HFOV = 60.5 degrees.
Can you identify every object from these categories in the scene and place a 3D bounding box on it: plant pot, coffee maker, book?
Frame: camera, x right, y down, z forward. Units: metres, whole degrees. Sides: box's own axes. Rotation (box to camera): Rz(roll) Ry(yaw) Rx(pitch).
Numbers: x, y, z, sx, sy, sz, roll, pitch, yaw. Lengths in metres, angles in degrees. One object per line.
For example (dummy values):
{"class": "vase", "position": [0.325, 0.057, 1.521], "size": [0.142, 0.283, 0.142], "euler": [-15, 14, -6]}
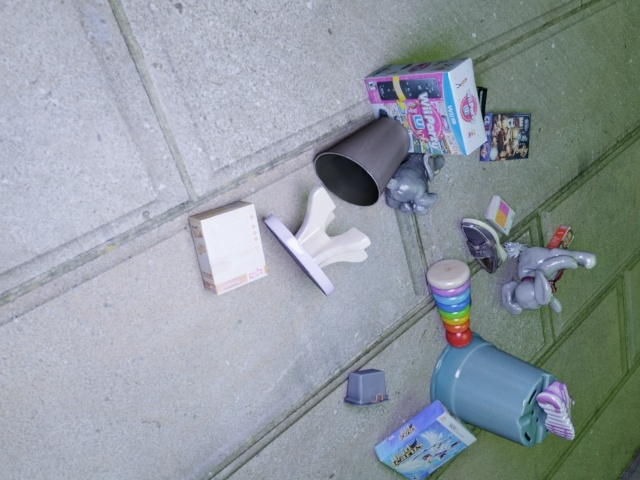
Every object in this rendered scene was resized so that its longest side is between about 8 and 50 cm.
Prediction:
{"class": "plant pot", "position": [0.622, 0.533, 1.917], "size": [0.341, 0.334, 0.341], "euler": [-10, 106, -37]}
{"class": "coffee maker", "position": [0.468, -0.399, 1.753], "size": [0.171, 0.120, 0.178], "euler": [-20, 115, -60]}
{"class": "book", "position": [0.664, -0.092, 2.015], "size": [0.144, 0.035, 0.096], "euler": [32, 76, -39]}

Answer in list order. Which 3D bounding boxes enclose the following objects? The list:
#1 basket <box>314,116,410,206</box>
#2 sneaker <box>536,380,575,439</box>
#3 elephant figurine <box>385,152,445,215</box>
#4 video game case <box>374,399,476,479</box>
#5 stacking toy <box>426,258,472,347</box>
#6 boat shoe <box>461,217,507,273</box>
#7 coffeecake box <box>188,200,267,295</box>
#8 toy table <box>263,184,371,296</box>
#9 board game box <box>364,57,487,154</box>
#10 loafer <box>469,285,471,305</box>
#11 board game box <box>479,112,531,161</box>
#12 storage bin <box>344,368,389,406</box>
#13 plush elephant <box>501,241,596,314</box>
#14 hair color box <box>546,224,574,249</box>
{"class": "basket", "position": [0.130, -0.222, 1.472], "size": [0.227, 0.204, 0.154], "euler": [-47, 152, -34]}
{"class": "sneaker", "position": [0.779, 0.546, 1.775], "size": [0.104, 0.095, 0.236], "euler": [-47, 124, -31]}
{"class": "elephant figurine", "position": [0.282, -0.208, 1.625], "size": [0.169, 0.186, 0.239], "euler": [20, 71, 3]}
{"class": "video game case", "position": [0.355, 0.679, 1.833], "size": [0.269, 0.061, 0.244], "euler": [-40, 125, 8]}
{"class": "stacking toy", "position": [0.457, 0.229, 1.858], "size": [0.141, 0.141, 0.330], "euler": [-37, 125, -27]}
{"class": "boat shoe", "position": [0.568, 0.023, 1.918], "size": [0.285, 0.103, 0.092], "euler": [43, 67, -42]}
{"class": "coffeecake box", "position": [-0.216, 0.016, 1.300], "size": [0.142, 0.068, 0.185], "euler": [-22, 112, -34]}
{"class": "toy table", "position": [0.000, 0.000, 1.377], "size": [0.161, 0.252, 0.274], "euler": [-41, 136, -7]}
{"class": "board game box", "position": [0.276, -0.354, 1.468], "size": [0.097, 0.303, 0.224], "euler": [-36, 119, -28]}
{"class": "loafer", "position": [0.499, 0.202, 1.934], "size": [0.056, 0.050, 0.148], "euler": [-27, 131, -28]}
{"class": "board game box", "position": [0.658, -0.368, 1.944], "size": [0.243, 0.042, 0.165], "euler": [-11, 106, -37]}
{"class": "storage bin", "position": [0.145, 0.447, 1.675], "size": [0.135, 0.098, 0.091], "euler": [1, 88, -39]}
{"class": "plush elephant", "position": [0.828, 0.159, 2.059], "size": [0.330, 0.272, 0.255], "euler": [13, 76, -12]}
{"class": "hair color box", "position": [1.008, 0.011, 2.307], "size": [0.141, 0.043, 0.072], "euler": [-53, 125, -19]}
